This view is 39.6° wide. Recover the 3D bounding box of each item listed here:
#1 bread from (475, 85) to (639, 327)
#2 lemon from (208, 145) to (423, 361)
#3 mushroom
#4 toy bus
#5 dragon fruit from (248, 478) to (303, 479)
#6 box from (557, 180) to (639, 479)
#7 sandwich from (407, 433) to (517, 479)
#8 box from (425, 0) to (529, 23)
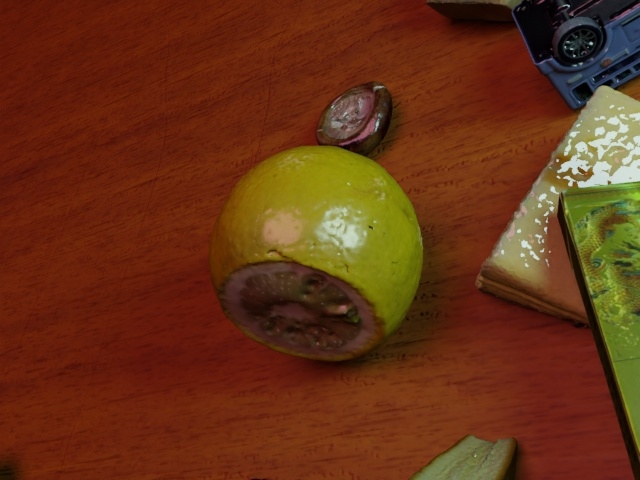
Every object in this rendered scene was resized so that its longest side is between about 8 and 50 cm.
[{"bbox_3d":[0.296,-0.013,0.929,0.178,0.135,0.240,31,81,11],"label":"bread"},{"bbox_3d":[0.000,0.000,1.003,0.240,0.240,0.219,-13,43,31],"label":"lemon"},{"bbox_3d":[0.049,-0.160,1.195,0.123,0.052,0.123,-23,43,23],"label":"mushroom"},{"bbox_3d":[0.368,-0.273,0.970,0.292,0.133,0.125,-30,43,22],"label":"toy bus"},{"bbox_3d":[-0.030,0.311,0.814,0.274,0.126,0.161,-33,37,61],"label":"dragon fruit"},{"bbox_3d":[0.317,0.068,0.745,0.173,0.043,0.311,-7,47,5],"label":"box"},{"bbox_3d":[0.119,0.287,0.824,0.090,0.088,0.244,4,64,35],"label":"sandwich"},{"bbox_3d":[0.214,-0.344,1.157,0.177,0.111,0.111,17,74,42],"label":"box"}]
